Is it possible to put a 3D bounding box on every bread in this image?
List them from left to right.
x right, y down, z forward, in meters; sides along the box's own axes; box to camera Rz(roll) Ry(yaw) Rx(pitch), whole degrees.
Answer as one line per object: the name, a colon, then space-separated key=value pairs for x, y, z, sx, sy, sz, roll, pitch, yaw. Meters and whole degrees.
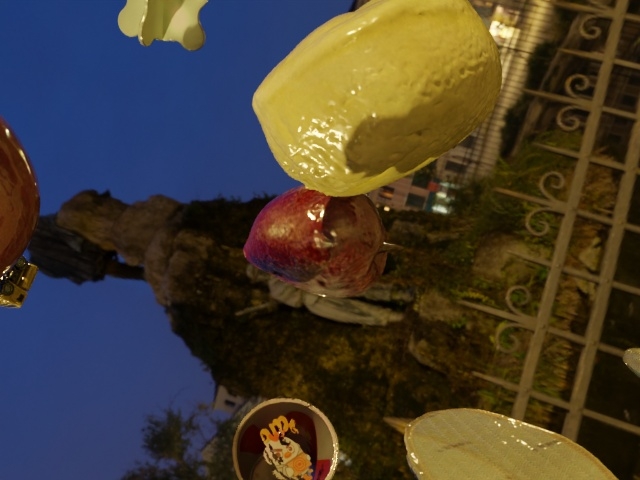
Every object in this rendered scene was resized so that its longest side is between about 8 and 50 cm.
bread: x=0.081 y=-0.192 z=0.771 sx=0.321 sy=0.237 sz=0.320 roll=-36 pitch=9 yaw=7

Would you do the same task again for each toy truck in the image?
toy truck: x=-0.509 y=0.071 z=0.945 sx=0.054 sy=0.049 sz=0.083 roll=47 pitch=-136 yaw=-46

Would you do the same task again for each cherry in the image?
cherry: x=0.000 y=0.000 z=1.053 sx=0.230 sy=0.301 sz=0.202 roll=58 pitch=-148 yaw=-67

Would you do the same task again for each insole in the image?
insole: x=0.141 y=0.164 z=0.346 sx=0.348 sy=0.119 sz=0.009 roll=-159 pitch=57 yaw=-79

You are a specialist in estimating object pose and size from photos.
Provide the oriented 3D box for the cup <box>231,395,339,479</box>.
cup: x=-0.078 y=0.458 z=1.162 sx=0.288 sy=0.203 sz=0.203 roll=100 pitch=-168 yaw=-55

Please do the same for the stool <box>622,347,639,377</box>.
stool: x=0.620 y=0.132 z=0.743 sx=0.310 sy=0.311 sz=0.226 roll=-140 pitch=64 yaw=-85

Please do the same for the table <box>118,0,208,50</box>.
table: x=-0.269 y=-0.441 z=0.989 sx=0.166 sy=0.167 sz=0.198 roll=-53 pitch=-23 yaw=-63

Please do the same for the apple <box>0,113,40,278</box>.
apple: x=-0.506 y=-0.066 z=0.706 sx=0.306 sy=0.235 sz=0.305 roll=-31 pitch=-46 yaw=-38
